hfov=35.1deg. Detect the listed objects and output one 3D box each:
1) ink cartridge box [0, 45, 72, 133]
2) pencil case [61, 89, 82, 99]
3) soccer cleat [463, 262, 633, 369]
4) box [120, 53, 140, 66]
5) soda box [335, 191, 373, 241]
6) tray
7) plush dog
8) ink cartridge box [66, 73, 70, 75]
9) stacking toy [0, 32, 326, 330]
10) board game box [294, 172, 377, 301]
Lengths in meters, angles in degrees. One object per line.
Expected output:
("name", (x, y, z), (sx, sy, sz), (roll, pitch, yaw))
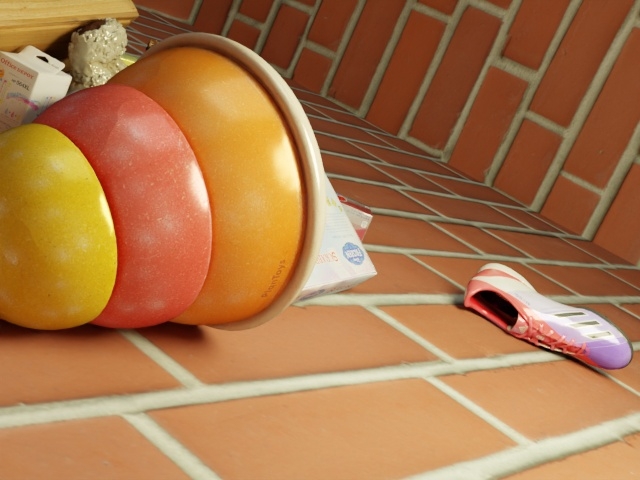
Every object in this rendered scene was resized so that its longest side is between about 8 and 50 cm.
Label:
("ink cartridge box", (-0.489, -0.245, 1.675), (0.092, 0.143, 0.090), (28, 14, 18))
("pencil case", (-0.364, -0.174, 1.587), (0.124, 0.113, 0.273), (40, -3, -16))
("soccer cleat", (0.406, 0.154, 1.828), (0.318, 0.109, 0.116), (30, 35, 17))
("box", (-0.448, -0.366, 2.092), (0.232, 0.058, 0.087), (13, 16, -32))
("soda box", (-0.037, -0.069, 1.911), (0.263, 0.083, 0.092), (22, 13, -6))
("tray", (-0.517, -0.354, 1.767), (0.076, 0.203, 0.411), (59, 30, 0))
("plush dog", (-0.385, -0.264, 1.854), (0.211, 0.262, 0.225), (59, 30, 3))
("ink cartridge box", (-0.517, -0.330, 2.118), (0.198, 0.067, 0.115), (22, 14, -4))
("stacking toy", (-0.257, -0.025, 1.035), (0.350, 0.351, 0.480), (32, 31, 30))
("board game box", (-0.066, -0.062, 1.530), (0.318, 0.066, 0.318), (63, 23, 9))
